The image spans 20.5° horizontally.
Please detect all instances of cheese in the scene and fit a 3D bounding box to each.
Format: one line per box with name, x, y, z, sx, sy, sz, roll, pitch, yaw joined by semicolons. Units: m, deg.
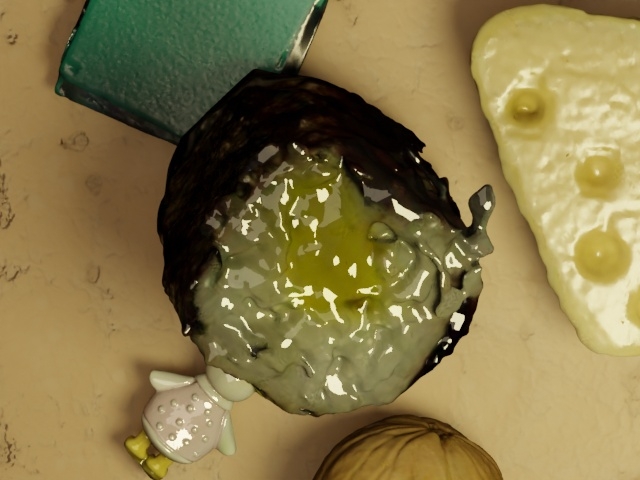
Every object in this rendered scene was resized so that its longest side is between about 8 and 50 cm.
cheese;0.329;-0.055;1.819;0.384;0.104;0.384;0;95;3

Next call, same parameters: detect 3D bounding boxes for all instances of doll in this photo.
doll;-0.126;0.175;1.929;0.207;0.081;0.129;-43;96;7

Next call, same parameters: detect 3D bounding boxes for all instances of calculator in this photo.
calculator;-0.130;-0.236;1.899;0.248;0.058;0.274;24;103;4

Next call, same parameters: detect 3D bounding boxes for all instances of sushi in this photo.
sushi;0.000;0.002;1.775;0.299;0.294;0.281;21;104;-16

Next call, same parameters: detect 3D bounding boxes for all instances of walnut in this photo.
walnut;0.089;0.296;1.849;0.228;0.228;0.228;1;95;8
